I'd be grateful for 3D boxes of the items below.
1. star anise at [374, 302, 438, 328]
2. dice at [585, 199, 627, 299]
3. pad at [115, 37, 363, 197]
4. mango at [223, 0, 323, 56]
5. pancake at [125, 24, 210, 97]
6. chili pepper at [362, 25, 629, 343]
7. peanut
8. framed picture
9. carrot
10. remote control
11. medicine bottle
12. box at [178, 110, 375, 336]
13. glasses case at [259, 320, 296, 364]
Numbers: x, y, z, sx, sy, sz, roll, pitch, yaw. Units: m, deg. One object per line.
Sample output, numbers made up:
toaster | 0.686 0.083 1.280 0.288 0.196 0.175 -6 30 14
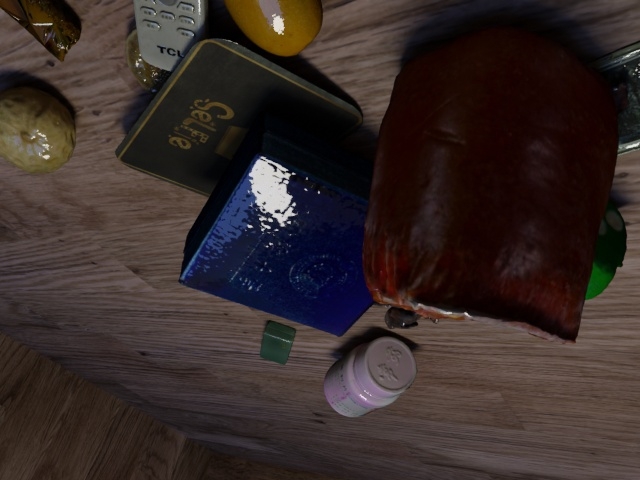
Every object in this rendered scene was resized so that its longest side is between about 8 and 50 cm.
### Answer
star anise | 0.193 0.057 0.915 0.213 0.129 0.283 24 140 -19
dice | 0.310 0.002 0.750 0.120 0.128 0.131 31 149 -15
pad | -0.164 -0.131 0.801 0.315 0.063 0.375 21 151 -28
mango | -0.065 -0.273 0.573 0.102 0.084 0.184 -9 129 41
pancake | -0.192 -0.231 0.758 0.152 0.025 0.151 14 148 9
chili pepper | 0.171 -0.033 0.599 0.251 0.305 0.229 30 157 -31
peanut | -0.467 -0.176 0.915 0.159 0.109 0.141 -14 136 45
framed picture | 0.363 -0.154 0.589 0.183 0.011 0.142 -15 135 44
carrot | -0.390 -0.323 0.695 0.069 0.068 0.228 -7 141 36
remote control | -0.171 -0.276 0.647 0.088 0.029 0.190 15 141 1
medicine bottle | 0.113 0.321 1.334 0.152 0.151 0.254 24 148 -7
box | -0.022 -0.006 0.818 0.279 0.116 0.261 22 130 -21
glasses case | -0.113 0.270 1.483 0.078 0.039 0.184 19 149 1
